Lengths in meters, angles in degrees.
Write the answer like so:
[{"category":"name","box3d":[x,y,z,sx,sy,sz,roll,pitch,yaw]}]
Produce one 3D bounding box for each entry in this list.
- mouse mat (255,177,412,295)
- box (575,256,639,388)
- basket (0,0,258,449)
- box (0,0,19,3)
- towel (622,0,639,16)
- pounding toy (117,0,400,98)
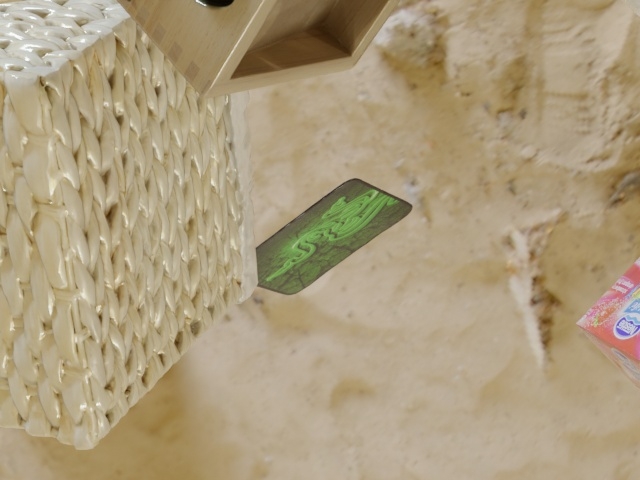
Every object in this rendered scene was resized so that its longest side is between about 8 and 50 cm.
[{"category":"mouse mat","box3d":[0.000,0.000,1.474,0.189,0.152,0.007,-37,63,19]},{"category":"box","box3d":[0.418,0.117,1.538,0.122,0.257,0.128,44,90,-13]},{"category":"basket","box3d":[-0.250,-0.063,1.041,0.328,0.266,0.331,11,122,20]},{"category":"box","box3d":[-0.185,-0.126,0.466,0.164,0.201,0.021,-115,20,-43]},{"category":"towel","box3d":[0.222,-0.176,0.764,0.325,0.248,0.038,44,136,-1]},{"category":"pounding toy","box3d":[-0.025,-0.145,0.562,0.100,0.141,0.130,49,127,17]}]
